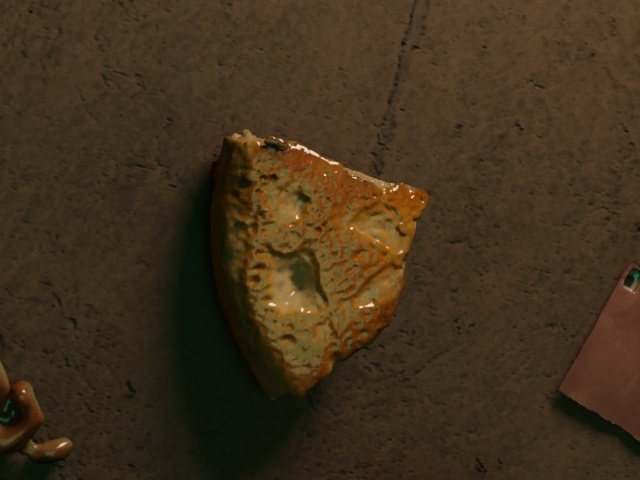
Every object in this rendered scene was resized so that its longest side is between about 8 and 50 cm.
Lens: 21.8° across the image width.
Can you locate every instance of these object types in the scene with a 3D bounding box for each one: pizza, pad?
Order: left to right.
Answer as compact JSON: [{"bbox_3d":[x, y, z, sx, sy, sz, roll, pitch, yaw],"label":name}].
[{"bbox_3d":[0.000,0.000,1.135,0.161,0.062,0.182,-23,98,-6],"label":"pizza"},{"bbox_3d":[0.276,0.108,1.258,0.188,0.006,0.113,31,86,-20],"label":"pad"}]

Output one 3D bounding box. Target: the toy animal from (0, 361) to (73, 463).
[{"bbox_3d":[-0.295,0.049,1.039,0.158,0.097,0.312,-25,106,0],"label":"toy animal"}]
